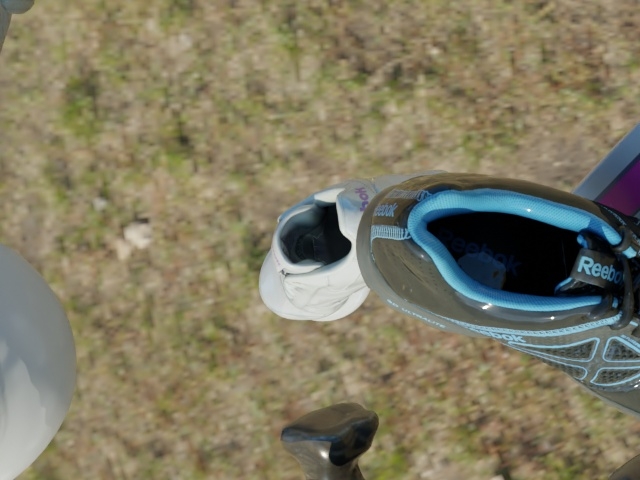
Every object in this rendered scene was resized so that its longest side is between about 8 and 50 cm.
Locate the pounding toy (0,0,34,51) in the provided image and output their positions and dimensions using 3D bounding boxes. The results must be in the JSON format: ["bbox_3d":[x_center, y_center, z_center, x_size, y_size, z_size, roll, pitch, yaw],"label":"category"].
[{"bbox_3d":[-0.209,-0.084,0.702,0.155,0.154,0.269,169,106,-72],"label":"pounding toy"}]

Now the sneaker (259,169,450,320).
[{"bbox_3d":[0.000,0.000,1.502,0.305,0.152,0.114,-31,65,57],"label":"sneaker"}]

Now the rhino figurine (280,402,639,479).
[{"bbox_3d":[0.081,0.107,0.386,0.243,0.073,0.106,4,115,44],"label":"rhino figurine"}]

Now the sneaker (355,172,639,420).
[{"bbox_3d":[0.190,0.044,1.044,0.341,0.139,0.125,14,84,-4],"label":"sneaker"}]

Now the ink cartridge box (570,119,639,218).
[{"bbox_3d":[0.275,-0.111,1.061,0.069,0.176,0.371,43,150,8],"label":"ink cartridge box"}]

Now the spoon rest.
[{"bbox_3d":[-0.233,0.086,0.678,0.084,0.276,0.137,48,162,59],"label":"spoon rest"}]
